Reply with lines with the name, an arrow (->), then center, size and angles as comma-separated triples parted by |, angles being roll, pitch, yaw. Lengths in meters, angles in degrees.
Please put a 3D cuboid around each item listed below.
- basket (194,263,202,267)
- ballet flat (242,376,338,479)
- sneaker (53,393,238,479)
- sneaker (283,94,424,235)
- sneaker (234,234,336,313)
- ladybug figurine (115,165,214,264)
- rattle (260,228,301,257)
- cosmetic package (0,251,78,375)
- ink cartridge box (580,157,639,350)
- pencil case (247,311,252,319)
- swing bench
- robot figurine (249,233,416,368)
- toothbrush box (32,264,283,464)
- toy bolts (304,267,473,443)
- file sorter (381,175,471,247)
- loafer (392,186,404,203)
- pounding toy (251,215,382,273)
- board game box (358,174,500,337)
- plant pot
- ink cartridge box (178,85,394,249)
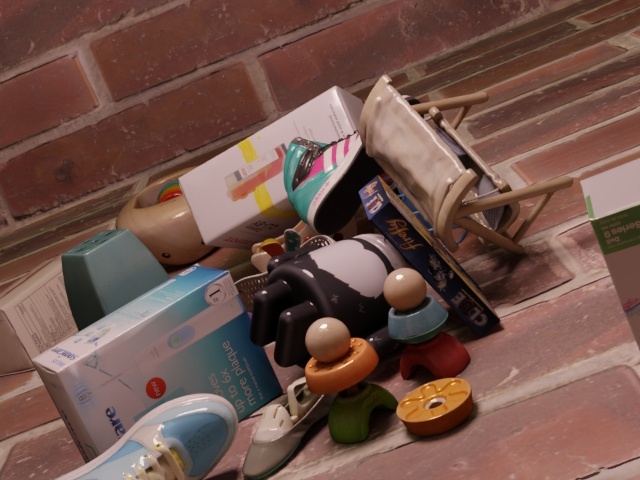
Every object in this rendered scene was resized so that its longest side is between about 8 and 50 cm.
basket -> -0.223, 0.140, 1.892 | 0.167, 0.103, 0.113 | -52, 9, 4
ballet flat -> -0.043, 0.239, 1.513 | 0.072, 0.068, 0.213 | -4, 25, 45
sneaker -> -0.225, 0.326, 1.393 | 0.319, 0.127, 0.208 | -35, 16, -8
sneaker -> 0.041, -0.158, 1.985 | 0.295, 0.124, 0.178 | -49, 45, -8
sneaker -> -0.062, 0.104, 1.972 | 0.290, 0.106, 0.123 | -31, -31, 18
ladybug figurine -> -0.334, -0.058, 2.674 | 0.305, 0.162, 0.449 | -21, 17, 3
rattle -> -0.038, 0.057, 1.834 | 0.130, 0.199, 0.143 | -44, 19, 10
cosmetic package -> -0.604, 0.151, 2.398 | 0.129, 0.153, 0.296 | -15, 17, 31
ink cartridge box -> 0.397, 0.027, 1.345 | 0.093, 0.212, 0.154 | -22, 17, 16
pencil case -> -0.134, 0.175, 1.844 | 0.070, 0.064, 0.152 | -10, 18, 7
swing bench -> 0.211, -0.116, 1.767 | 0.254, 0.165, 0.253 | 1, 42, -40
robot figurine -> 0.027, 0.089, 1.659 | 0.278, 0.209, 0.173 | -20, -8, -37
toothbrush box -> -0.237, 0.200, 1.634 | 0.295, 0.216, 0.126 | -30, 17, -25
toy bolts -> 0.109, 0.139, 1.464 | 0.218, 0.158, 0.228 | -7, 22, 43
file sorter -> 0.189, -0.073, 2.019 | 0.118, 0.170, 0.104 | -14, 22, 29
loafer -> 0.182, -0.101, 2.309 | 0.170, 0.062, 0.061 | -32, 14, -34
pounding toy -> 0.000, 0.000, 2.060 | 0.269, 0.154, 0.155 | -22, 16, 5
board game box -> 0.157, 0.021, 1.629 | 0.042, 0.243, 0.165 | -41, 14, 8
plant pot -> -0.378, 0.104, 2.092 | 0.165, 0.234, 0.165 | -34, 20, -33
ink cartridge box -> -0.048, -0.130, 2.251 | 0.384, 0.160, 0.279 | -28, -14, 20
